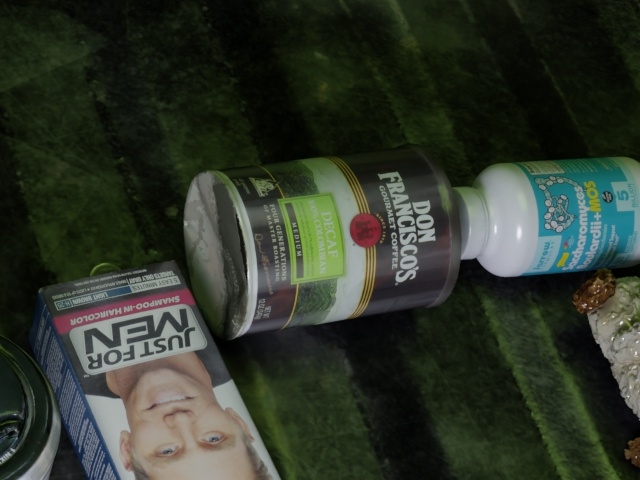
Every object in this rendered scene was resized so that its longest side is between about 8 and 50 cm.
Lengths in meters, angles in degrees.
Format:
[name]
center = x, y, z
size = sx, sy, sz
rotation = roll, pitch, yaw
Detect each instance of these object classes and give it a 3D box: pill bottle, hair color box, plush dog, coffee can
[pill bottle]
center = 0.288, -0.029, 2.238
size = 0.264, 0.146, 0.146
rotation = -5, 54, -21
[hair color box]
center = -0.179, 0.197, 1.921
size = 0.174, 0.105, 0.347
rotation = -13, 58, -27
[plush dog]
center = 0.417, 0.137, 2.153
size = 0.262, 0.210, 0.225
rotation = 25, 26, -36
[coffee can]
center = 0.000, 0.000, 2.080
size = 0.275, 0.201, 0.201
rotation = -9, 55, -24

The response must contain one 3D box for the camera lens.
[camera lens]
center = -0.378, 0.228, 1.715
size = 0.219, 0.274, 0.219
rotation = 9, 50, -11
